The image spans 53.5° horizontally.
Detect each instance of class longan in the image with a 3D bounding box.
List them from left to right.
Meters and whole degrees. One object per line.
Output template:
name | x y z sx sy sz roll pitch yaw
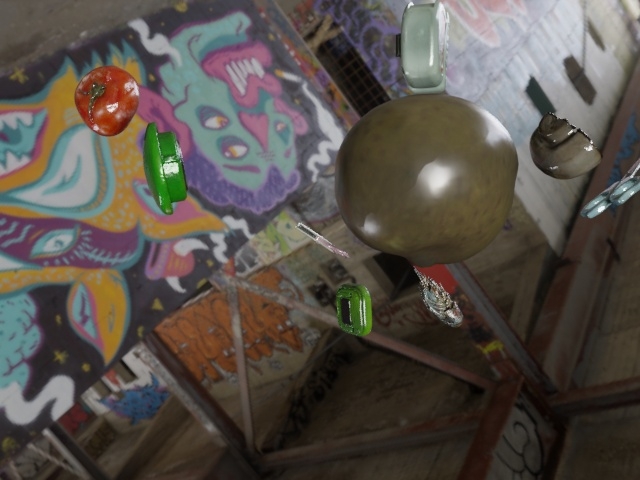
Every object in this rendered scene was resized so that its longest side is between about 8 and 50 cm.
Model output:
longan | 0.200 -0.111 1.217 0.361 0.361 0.361 -36 -171 7

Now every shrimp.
shrimp | 0.353 0.175 1.956 0.090 0.233 0.079 -39 -178 -29

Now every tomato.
tomato | -0.569 -0.376 1.728 0.187 0.187 0.151 -36 153 6

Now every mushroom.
mushroom | 0.550 -0.204 1.460 0.117 0.141 0.188 -54 -156 8

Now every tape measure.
tape measure | 0.284 -0.544 1.763 0.125 0.243 0.246 0 175 20

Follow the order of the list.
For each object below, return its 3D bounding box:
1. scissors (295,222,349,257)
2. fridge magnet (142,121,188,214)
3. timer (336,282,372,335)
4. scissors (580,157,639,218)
scissors | 0.000 0.000 1.580 0.085 0.176 0.022 22 -99 49
fridge magnet | -0.347 -0.160 1.413 0.088 0.208 0.208 -11 -175 -12
timer | 0.089 0.189 1.733 0.047 0.140 0.128 -6 -174 -33
scissors | 0.841 -0.166 1.738 0.360 0.029 0.191 -36 178 -37
